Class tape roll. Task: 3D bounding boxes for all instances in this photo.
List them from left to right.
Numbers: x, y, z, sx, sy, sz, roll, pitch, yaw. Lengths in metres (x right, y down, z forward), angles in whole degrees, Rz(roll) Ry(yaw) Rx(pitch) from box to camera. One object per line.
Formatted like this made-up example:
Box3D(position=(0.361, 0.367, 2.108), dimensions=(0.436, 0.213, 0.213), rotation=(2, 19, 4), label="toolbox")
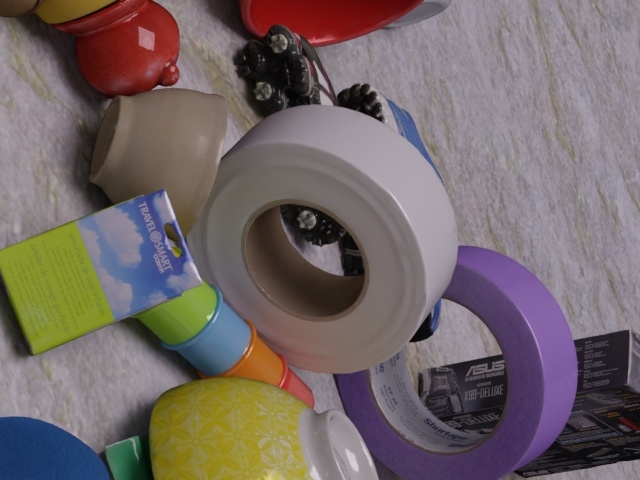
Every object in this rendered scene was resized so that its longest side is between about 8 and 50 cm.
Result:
Box3D(position=(0.000, 0.000, 1.999), dimensions=(0.286, 0.286, 0.100), rotation=(59, 36, -15), label="tape roll")
Box3D(position=(0.155, 0.147, 2.141), dimensions=(0.090, 0.275, 0.275), rotation=(-16, 86, -55), label="tape roll")

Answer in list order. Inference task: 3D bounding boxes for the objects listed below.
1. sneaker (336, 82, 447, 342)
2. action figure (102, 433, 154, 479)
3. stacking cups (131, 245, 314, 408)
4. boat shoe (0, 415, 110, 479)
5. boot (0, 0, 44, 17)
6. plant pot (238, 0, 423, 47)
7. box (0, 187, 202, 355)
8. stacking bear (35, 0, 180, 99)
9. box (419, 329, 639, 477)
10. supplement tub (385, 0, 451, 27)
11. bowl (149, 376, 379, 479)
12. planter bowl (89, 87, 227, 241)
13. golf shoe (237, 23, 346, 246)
Box3D(position=(0.107, -0.034, 2.302), dimensions=(0.147, 0.130, 0.330), rotation=(12, 63, -49), label="sneaker")
Box3D(position=(-0.145, 0.305, 1.828), dimensions=(0.137, 0.063, 0.232), rotation=(-9, 76, -57), label="action figure")
Box3D(position=(-0.126, 0.099, 1.959), dimensions=(0.316, 0.096, 0.096), rotation=(49, 39, -36), label="stacking cups")
Box3D(position=(-0.305, 0.205, 1.645), dimensions=(0.258, 0.089, 0.109), rotation=(22, 43, -42), label="boat shoe")
Box3D(position=(-0.399, -0.234, 1.748), dimensions=(0.236, 0.089, 0.269), rotation=(42, 41, -18), label="boot")
Box3D(position=(-0.001, -0.408, 2.251), dimensions=(0.275, 0.275, 0.243), rotation=(12, 53, -51), label="plant pot")
Box3D(position=(-0.217, 0.030, 1.799), dimensions=(0.178, 0.042, 0.109), rotation=(-22, 92, -14), label="box")
Box3D(position=(-0.242, -0.284, 1.934), dimensions=(0.289, 0.175, 0.164), rotation=(64, 31, -21), label="stacking bear")
Box3D(position=(0.315, 0.209, 2.303), dimensions=(0.242, 0.307, 0.076), rotation=(31, 55, -42), label="box")
Box3D(position=(0.099, -0.392, 2.491), dimensions=(0.117, 0.117, 0.190), rotation=(-2, 74, -55), label="supplement tub")
Box3D(position=(-0.032, 0.250, 1.860), dimensions=(0.289, 0.156, 0.289), rotation=(56, 17, -28), label="bowl")
Box3D(position=(-0.177, -0.091, 1.933), dimensions=(0.109, 0.162, 0.162), rotation=(18, 55, -17), label="planter bowl")
Box3D(position=(-0.005, -0.128, 2.223), dimensions=(0.120, 0.105, 0.273), rotation=(0, 73, -62), label="golf shoe")
